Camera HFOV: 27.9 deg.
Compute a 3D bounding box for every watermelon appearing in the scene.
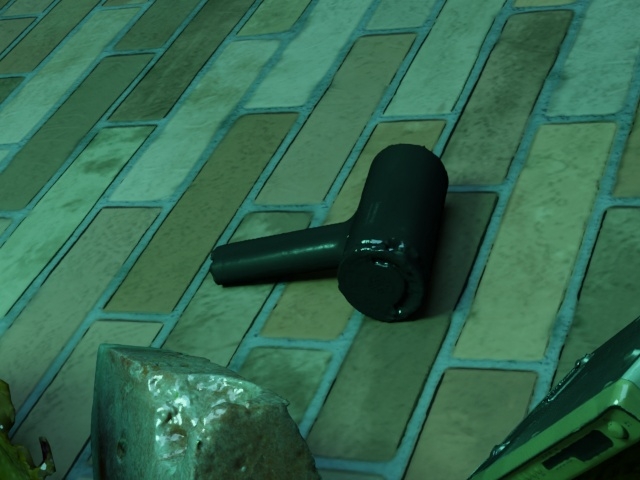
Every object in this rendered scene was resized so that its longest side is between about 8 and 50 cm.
[{"bbox_3d":[-0.077,0.173,0.969,0.148,0.226,0.318,0,40,-23],"label":"watermelon"}]

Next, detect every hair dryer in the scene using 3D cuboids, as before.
[{"bbox_3d":[0.000,0.000,1.293,0.251,0.089,0.197,-10,34,22],"label":"hair dryer"}]

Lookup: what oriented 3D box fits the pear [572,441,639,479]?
[{"bbox_3d":[0.223,0.188,0.892,0.107,0.107,0.131,17,40,40],"label":"pear"}]

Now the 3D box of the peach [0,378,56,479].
[{"bbox_3d":[-0.360,0.164,1.001,0.417,0.339,0.353,5,53,27],"label":"peach"}]

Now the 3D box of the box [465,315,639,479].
[{"bbox_3d":[0.211,0.101,0.915,0.045,0.270,0.211,46,62,7],"label":"box"}]
